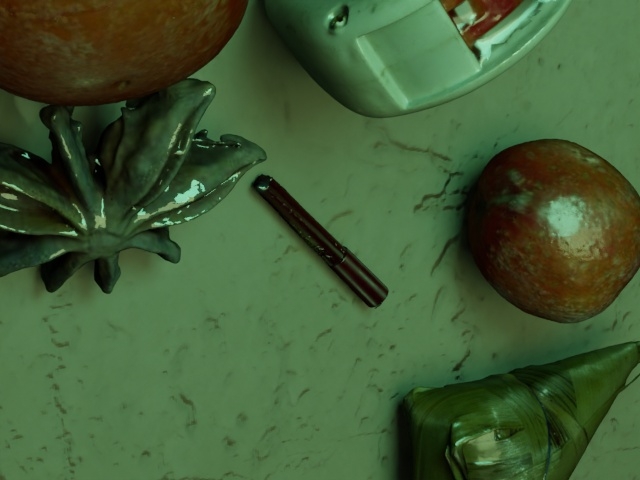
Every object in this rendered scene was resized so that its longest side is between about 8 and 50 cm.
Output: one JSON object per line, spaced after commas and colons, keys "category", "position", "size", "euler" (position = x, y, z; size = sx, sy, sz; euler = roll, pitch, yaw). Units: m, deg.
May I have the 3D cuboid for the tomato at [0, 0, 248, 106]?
{"category": "tomato", "position": [-0.179, -0.220, 1.048], "size": [0.265, 0.265, 0.264], "euler": [-8, 108, -28]}

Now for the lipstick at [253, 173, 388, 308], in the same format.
{"category": "lipstick", "position": [0.000, 0.000, 1.348], "size": [0.027, 0.027, 0.176], "euler": [-50, 120, -9]}

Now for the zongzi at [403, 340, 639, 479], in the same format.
{"category": "zongzi", "position": [0.214, 0.244, 1.486], "size": [0.289, 0.123, 0.260], "euler": [-11, 114, -31]}

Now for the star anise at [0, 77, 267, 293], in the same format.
{"category": "star anise", "position": [-0.172, -0.049, 1.186], "size": [0.258, 0.110, 0.198], "euler": [-25, 141, -5]}

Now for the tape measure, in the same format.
{"category": "tape measure", "position": [0.093, -0.221, 1.199], "size": [0.265, 0.258, 0.130], "euler": [-43, 122, -13]}

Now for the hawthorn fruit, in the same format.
{"category": "hawthorn fruit", "position": [0.218, -0.012, 1.388], "size": [0.173, 0.173, 0.172], "euler": [-8, 108, -28]}
